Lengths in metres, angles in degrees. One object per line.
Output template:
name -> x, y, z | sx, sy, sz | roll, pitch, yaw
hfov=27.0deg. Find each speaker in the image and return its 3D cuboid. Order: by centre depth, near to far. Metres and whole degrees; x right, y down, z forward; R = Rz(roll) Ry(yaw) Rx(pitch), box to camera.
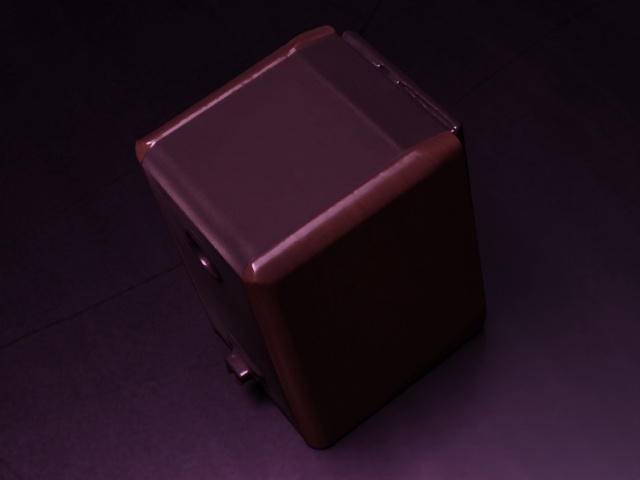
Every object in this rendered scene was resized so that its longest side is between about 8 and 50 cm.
speaker -> 0.000, 0.000, 0.927 | 0.192, 0.231, 0.153 | -34, 56, -13
